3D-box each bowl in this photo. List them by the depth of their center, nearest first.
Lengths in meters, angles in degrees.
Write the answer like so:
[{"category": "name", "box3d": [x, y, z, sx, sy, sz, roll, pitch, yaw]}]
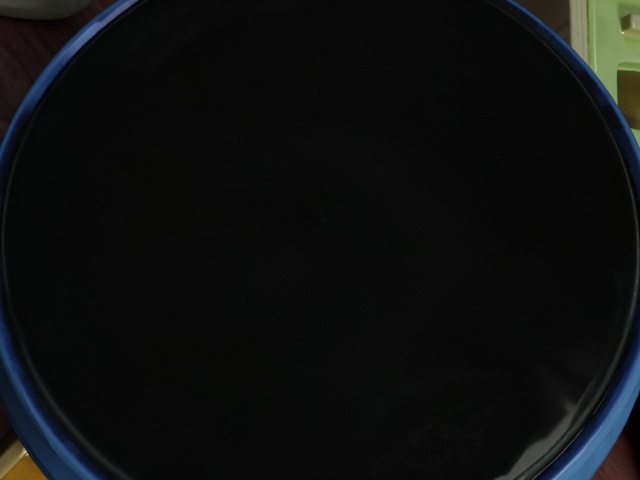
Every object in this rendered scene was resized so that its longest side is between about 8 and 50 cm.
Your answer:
[{"category": "bowl", "box3d": [0.000, 0.000, 0.592, 0.391, 0.077, 0.391, 1, 68, -2]}]

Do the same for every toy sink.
[{"category": "toy sink", "box3d": [0.223, -0.141, 0.817, 0.153, 0.131, 0.234, 4, 81, -22]}]

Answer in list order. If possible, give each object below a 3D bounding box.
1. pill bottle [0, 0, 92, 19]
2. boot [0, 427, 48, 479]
[{"category": "pill bottle", "box3d": [-0.186, -0.279, 0.664, 0.136, 0.136, 0.246, 14, 78, -20]}, {"category": "boot", "box3d": [-0.077, 0.154, 0.670, 0.295, 0.104, 0.211, -43, 99, -26]}]
